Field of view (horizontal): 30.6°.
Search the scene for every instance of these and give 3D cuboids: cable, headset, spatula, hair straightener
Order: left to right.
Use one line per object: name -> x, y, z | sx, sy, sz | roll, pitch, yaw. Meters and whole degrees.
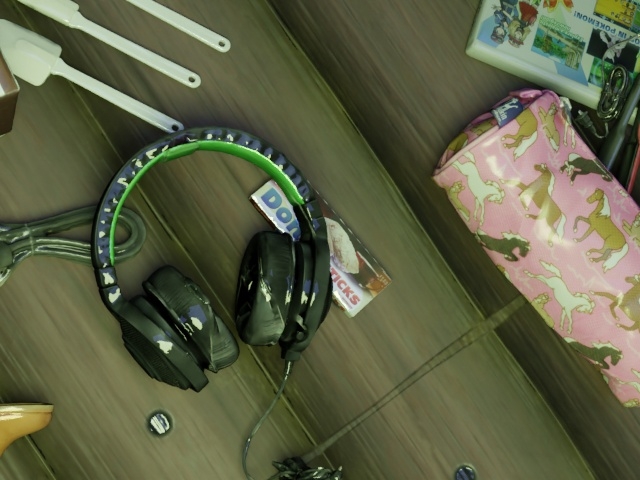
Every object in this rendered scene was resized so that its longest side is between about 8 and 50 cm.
cable -> -0.333, 0.012, 1.230 | 0.287, 0.072, 0.139 | -20, 69, -29
spatula -> -0.236, -0.221, 1.305 | 0.242, 0.019, 0.168 | 28, 69, -10
headset -> -0.085, 0.075, 1.200 | 0.243, 0.185, 0.394 | -19, 94, -16
hair straightener -> 0.355, -0.147, 1.402 | 0.089, 0.047, 0.230 | 16, 96, -11

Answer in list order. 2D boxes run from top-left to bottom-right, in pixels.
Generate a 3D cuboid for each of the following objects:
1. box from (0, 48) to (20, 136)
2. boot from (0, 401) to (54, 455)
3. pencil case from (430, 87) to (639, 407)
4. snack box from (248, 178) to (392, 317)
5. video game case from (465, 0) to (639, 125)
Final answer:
box -> -0.409, -0.167, 1.144 | 0.167, 0.203, 0.168 | -26, 91, -17
boot -> -0.347, 0.247, 1.163 | 0.197, 0.073, 0.152 | -15, 83, -5
pencil case -> 0.302, 0.008, 1.332 | 0.386, 0.167, 0.160 | 51, 49, -2
snack box -> 0.000, 0.000, 1.323 | 0.064, 0.022, 0.178 | -41, 93, -16
video game case -> 0.371, -0.308, 1.471 | 0.329, 0.036, 0.300 | 21, 76, -11
